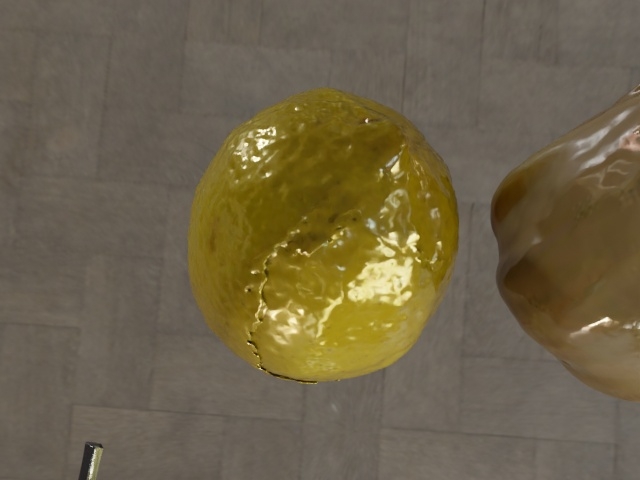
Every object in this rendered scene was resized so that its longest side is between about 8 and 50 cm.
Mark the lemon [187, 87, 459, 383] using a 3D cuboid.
[{"bbox_3d":[0.000,0.000,0.837,0.204,0.260,0.204,11,50,-13],"label":"lemon"}]

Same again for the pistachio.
[{"bbox_3d":[0.247,0.000,0.825,0.163,0.260,0.212,-25,78,-43],"label":"pistachio"}]

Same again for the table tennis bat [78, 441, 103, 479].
[{"bbox_3d":[-0.128,0.147,0.597,0.050,0.007,0.083,21,102,46],"label":"table tennis bat"}]
